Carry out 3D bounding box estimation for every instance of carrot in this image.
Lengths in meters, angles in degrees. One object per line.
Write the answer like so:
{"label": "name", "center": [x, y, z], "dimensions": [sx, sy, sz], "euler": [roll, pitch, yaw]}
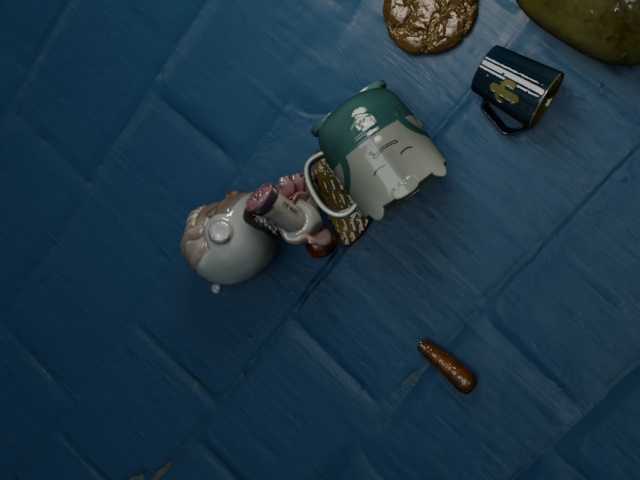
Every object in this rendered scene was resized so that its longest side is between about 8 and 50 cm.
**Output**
{"label": "carrot", "center": [0.298, 0.293, 1.683], "dimensions": [0.161, 0.055, 0.055], "euler": [42, 109, 17]}

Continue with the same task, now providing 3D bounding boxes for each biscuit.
{"label": "biscuit", "center": [0.047, -0.101, 1.726], "dimensions": [0.176, 0.031, 0.229], "euler": [9, 102, 19]}
{"label": "biscuit", "center": [0.243, -0.523, 1.592], "dimensions": [0.225, 0.042, 0.226], "euler": [2, 97, 19]}

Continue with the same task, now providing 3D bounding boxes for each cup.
{"label": "cup", "center": [0.104, -0.175, 1.586], "dimensions": [0.289, 0.219, 0.258], "euler": [-35, 84, 6]}
{"label": "cup", "center": [0.407, -0.316, 1.529], "dimensions": [0.155, 0.131, 0.176], "euler": [35, 133, 17]}

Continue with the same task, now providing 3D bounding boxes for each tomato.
{"label": "tomato", "center": [0.000, 0.000, 1.728], "dimensions": [0.075, 0.087, 0.087], "euler": [-19, 91, 16]}

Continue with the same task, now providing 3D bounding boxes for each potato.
{"label": "potato", "center": [0.549, -0.504, 1.392], "dimensions": [0.359, 0.219, 0.270], "euler": [33, 114, 15]}

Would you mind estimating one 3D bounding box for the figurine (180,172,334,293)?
{"label": "figurine", "center": [-0.166, -0.019, 1.667], "dimensions": [0.361, 0.253, 0.211], "euler": [-21, 79, 29]}
